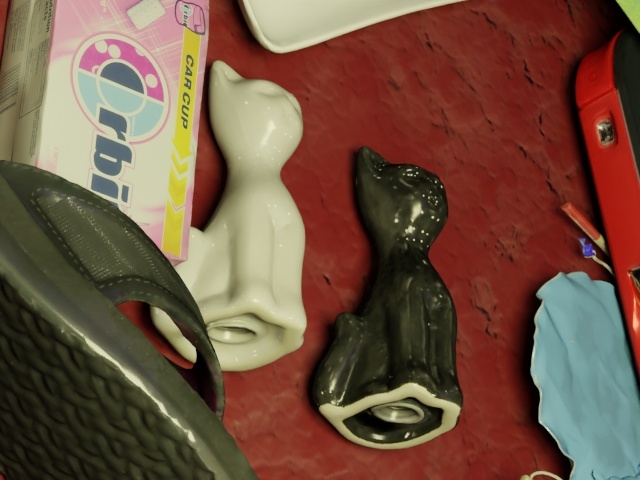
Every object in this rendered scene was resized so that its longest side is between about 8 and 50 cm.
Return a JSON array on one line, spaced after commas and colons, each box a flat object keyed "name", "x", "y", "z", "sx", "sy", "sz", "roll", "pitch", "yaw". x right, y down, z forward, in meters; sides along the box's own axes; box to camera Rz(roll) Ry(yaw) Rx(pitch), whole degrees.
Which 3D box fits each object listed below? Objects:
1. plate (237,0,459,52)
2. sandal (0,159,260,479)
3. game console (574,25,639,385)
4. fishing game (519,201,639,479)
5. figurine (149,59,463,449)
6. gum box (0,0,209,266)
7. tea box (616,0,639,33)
[{"name": "plate", "x": -0.006, "y": -0.279, "z": 1.213, "sx": 0.278, "sy": 0.045, "sz": 0.277, "roll": -22, "pitch": 91, "yaw": -45}, {"name": "sandal", "x": -0.143, "y": 0.022, "z": 0.887, "sx": 0.446, "sy": 0.167, "sz": 0.107, "roll": 55, "pitch": 51, "yaw": -11}, {"name": "game console", "x": 0.353, "y": 0.025, "z": 1.393, "sx": 0.342, "sy": 0.060, "sz": 0.386, "roll": 6, "pitch": 68, "yaw": -44}, {"name": "fishing game", "x": 0.203, "y": 0.113, "z": 1.262, "sx": 0.189, "sy": 0.041, "sz": 0.264, "roll": 40, "pitch": 46, "yaw": -35}, {"name": "figurine", "x": 0.000, "y": 0.000, "z": 1.095, "sx": 0.215, "sy": 0.092, "sz": 0.209, "roll": 29, "pitch": 49, "yaw": -31}, {"name": "gum box", "x": -0.131, "y": -0.081, "z": 1.010, "sx": 0.107, "sy": 0.062, "sz": 0.188, "roll": 21, "pitch": 61, "yaw": -36}, {"name": "tea box", "x": 0.412, "y": -0.223, "z": 1.387, "sx": 0.323, "sy": 0.220, "sz": 0.329, "roll": 51, "pitch": 33, "yaw": -7}]
